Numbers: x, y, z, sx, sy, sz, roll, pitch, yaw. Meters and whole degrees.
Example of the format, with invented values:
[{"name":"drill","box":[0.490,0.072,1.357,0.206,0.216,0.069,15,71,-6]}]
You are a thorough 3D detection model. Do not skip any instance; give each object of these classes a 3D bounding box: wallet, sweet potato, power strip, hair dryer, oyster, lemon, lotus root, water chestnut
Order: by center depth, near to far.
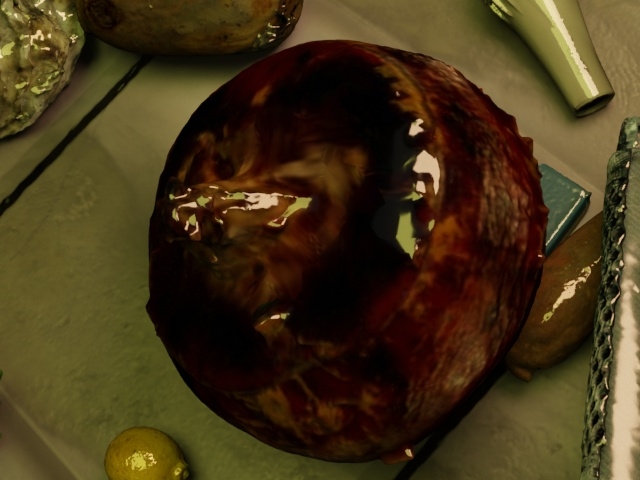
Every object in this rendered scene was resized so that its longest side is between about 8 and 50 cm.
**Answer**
[{"name":"wallet","box":[0.307,0.086,0.812,0.237,0.075,0.342,17,63,-9]},{"name":"water chestnut","box":[0.000,0.000,0.853,0.350,0.302,0.350,-15,66,37]},{"name":"sweet potato","box":[0.247,0.006,0.918,0.273,0.075,0.075,-42,64,-7]},{"name":"power strip","box":[0.181,-0.006,0.961,0.056,0.032,0.123,35,82,26]},{"name":"lemon","box":[-0.152,0.194,0.964,0.083,0.062,0.062,9,72,22]},{"name":"hair dryer","box":[0.253,-0.220,1.015,0.224,0.088,0.219,-3,75,-1]},{"name":"lotus root","box":[-0.130,-0.242,1.094,0.241,0.124,0.123,5,92,18]},{"name":"oyster","box":[-0.342,-0.209,1.151,0.198,0.112,0.268,2,78,23]}]

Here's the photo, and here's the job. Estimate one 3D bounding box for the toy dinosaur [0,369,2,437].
[{"name":"toy dinosaur","box":[-0.392,0.149,1.030,0.177,0.152,0.194,43,126,26]}]
